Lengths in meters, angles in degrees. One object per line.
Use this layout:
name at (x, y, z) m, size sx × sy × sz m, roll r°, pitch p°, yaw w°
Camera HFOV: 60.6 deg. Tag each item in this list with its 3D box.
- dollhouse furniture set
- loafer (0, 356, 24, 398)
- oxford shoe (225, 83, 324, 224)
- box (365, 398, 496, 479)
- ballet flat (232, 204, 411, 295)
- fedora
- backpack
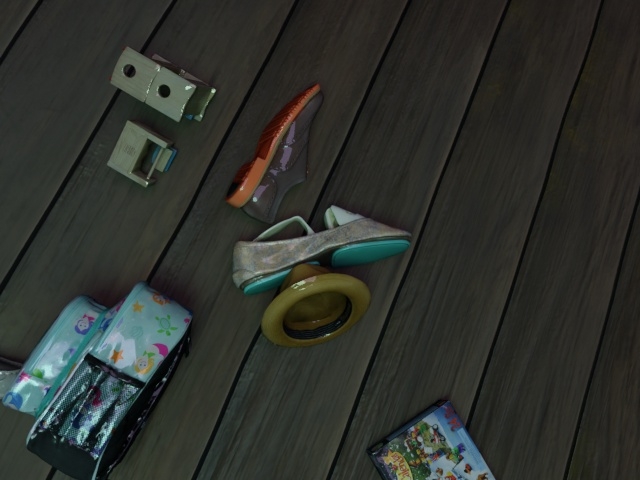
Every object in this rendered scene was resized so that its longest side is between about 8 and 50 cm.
dollhouse furniture set at (-0.288, -0.209, 0.928) m, size 0.129 × 0.129 × 0.184 m, roll 30°, pitch 103°, yaw -2°
loafer at (-0.574, 0.150, 0.778) m, size 0.319 × 0.112 × 0.112 m, roll 15°, pitch 83°, yaw -7°
oxford shoe at (-0.059, -0.154, 0.969) m, size 0.098 × 0.097 × 0.271 m, roll 36°, pitch 77°, yaw -22°
box at (0.203, 0.407, 0.903) m, size 0.159 × 0.044 × 0.233 m, roll -29°, pitch 84°, yaw -16°
ballet flat at (0.000, 0.000, 0.930) m, size 0.315 × 0.107 × 0.106 m, roll -14°, pitch 70°, yaw -14°
fedora at (-0.014, 0.095, 0.878) m, size 0.194 × 0.194 × 0.079 m, roll -13°, pitch 52°, yaw -13°
backpack at (-0.294, 0.177, 0.769) m, size 0.191 × 0.225 × 0.253 m, roll 38°, pitch 69°, yaw -6°
